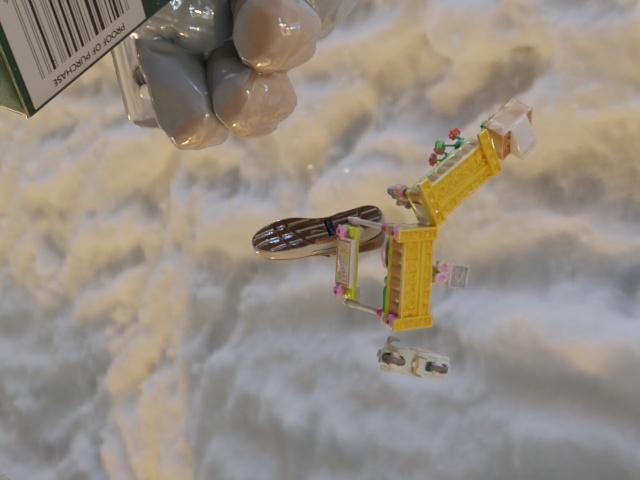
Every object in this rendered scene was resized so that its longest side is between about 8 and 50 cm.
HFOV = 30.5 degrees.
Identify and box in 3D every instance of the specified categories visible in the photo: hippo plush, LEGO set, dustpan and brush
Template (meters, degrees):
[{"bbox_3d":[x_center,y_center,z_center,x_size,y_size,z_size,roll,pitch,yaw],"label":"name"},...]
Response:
[{"bbox_3d":[-0.081,-0.226,1.203,0.294,0.236,0.234,2,107,33],"label":"hippo plush"},{"bbox_3d":[0.093,-0.017,1.112,0.107,0.132,0.287,14,82,52],"label":"LEGO set"},{"bbox_3d":[-0.163,-0.207,1.533,0.060,0.211,0.147,-95,-1,-48],"label":"dustpan and brush"}]

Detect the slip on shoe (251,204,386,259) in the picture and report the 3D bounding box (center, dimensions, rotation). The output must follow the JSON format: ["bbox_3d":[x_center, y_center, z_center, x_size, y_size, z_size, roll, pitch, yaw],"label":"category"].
[{"bbox_3d":[0.000,0.000,1.181,0.051,0.135,0.041,-106,3,-45],"label":"slip on shoe"}]

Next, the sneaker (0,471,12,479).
[{"bbox_3d":[-0.195,0.277,0.885,0.366,0.135,0.150,43,157,-4],"label":"sneaker"}]

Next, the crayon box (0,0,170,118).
[{"bbox_3d":[-0.205,-0.270,0.841,0.313,0.363,0.106,22,143,29],"label":"crayon box"}]
